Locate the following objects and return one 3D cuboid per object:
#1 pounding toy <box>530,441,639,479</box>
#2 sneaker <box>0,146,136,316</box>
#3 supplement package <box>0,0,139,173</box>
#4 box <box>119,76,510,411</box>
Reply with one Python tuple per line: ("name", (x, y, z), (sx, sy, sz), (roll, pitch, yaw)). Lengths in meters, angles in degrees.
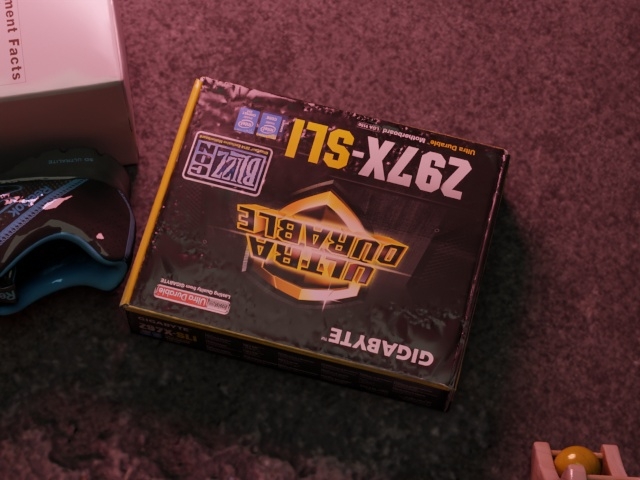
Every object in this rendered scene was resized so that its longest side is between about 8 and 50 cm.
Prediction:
("pounding toy", (0.197, 0.243, 1.230), (0.155, 0.269, 0.154), (3, 108, 0))
("sneaker", (-0.340, 0.003, 1.368), (0.341, 0.125, 0.139), (-12, 49, -6))
("supplement package", (-0.336, -0.166, 1.427), (0.293, 0.177, 0.175), (-8, 67, -5))
("box", (0.000, 0.000, 1.422), (0.322, 0.079, 0.257), (14, 66, 5))
